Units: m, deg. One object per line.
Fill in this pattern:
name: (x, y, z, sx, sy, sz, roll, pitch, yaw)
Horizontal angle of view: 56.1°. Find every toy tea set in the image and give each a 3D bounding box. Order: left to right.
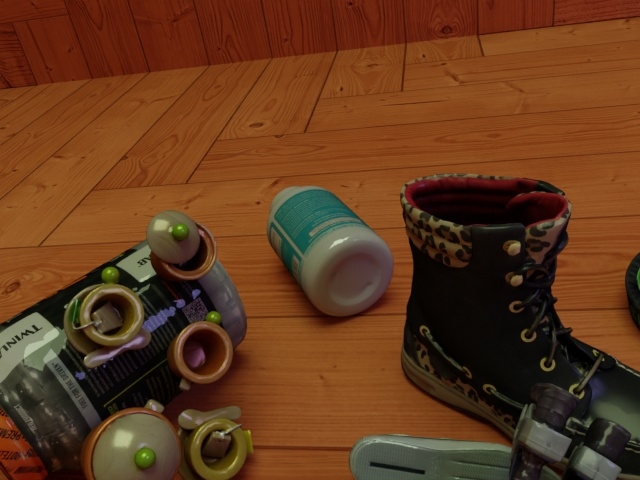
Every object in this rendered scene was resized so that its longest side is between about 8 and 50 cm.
toy tea set: (-0.170, 0.128, 0.661, 0.200, 0.335, 0.124, -4, -11, -34)

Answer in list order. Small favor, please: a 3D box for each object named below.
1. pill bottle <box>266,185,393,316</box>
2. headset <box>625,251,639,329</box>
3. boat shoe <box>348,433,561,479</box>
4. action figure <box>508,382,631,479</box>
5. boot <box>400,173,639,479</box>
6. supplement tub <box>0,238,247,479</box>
pill bottle: (0.000, 0.000, 0.996, 0.146, 0.146, 0.264, -20, 34, -15)
headset: (0.598, 0.028, 0.748, 0.395, 0.185, 0.243, -10, 31, 22)
boat shoe: (0.144, 0.242, 0.637, 0.226, 0.083, 0.076, 15, -4, 6)
action figure: (0.175, 0.273, 0.517, 0.185, 0.099, 0.285, 32, 68, 8)
boot: (0.244, 0.089, 0.657, 0.378, 0.284, 0.138, 20, 42, 40)
supplement tub: (-0.281, 0.148, 0.788, 0.207, 0.207, 0.338, 19, 42, 38)
